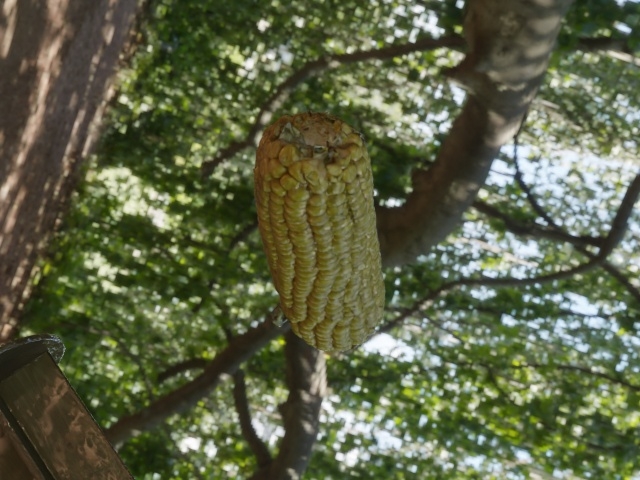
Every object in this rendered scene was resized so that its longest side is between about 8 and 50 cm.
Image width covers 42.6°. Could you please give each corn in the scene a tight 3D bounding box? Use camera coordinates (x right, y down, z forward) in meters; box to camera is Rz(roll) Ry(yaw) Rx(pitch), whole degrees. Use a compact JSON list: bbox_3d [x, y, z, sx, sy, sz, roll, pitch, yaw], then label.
[{"bbox_3d":[0.000,0.000,0.660,0.293,0.106,0.106,81,21,-57],"label":"corn"}]

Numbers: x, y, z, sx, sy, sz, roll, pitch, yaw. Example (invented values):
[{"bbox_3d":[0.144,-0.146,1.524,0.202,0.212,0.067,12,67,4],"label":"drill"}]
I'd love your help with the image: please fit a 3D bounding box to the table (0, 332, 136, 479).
[{"bbox_3d":[-0.276,0.233,0.825,0.167,0.226,0.167,-36,166,-11],"label":"table"}]
